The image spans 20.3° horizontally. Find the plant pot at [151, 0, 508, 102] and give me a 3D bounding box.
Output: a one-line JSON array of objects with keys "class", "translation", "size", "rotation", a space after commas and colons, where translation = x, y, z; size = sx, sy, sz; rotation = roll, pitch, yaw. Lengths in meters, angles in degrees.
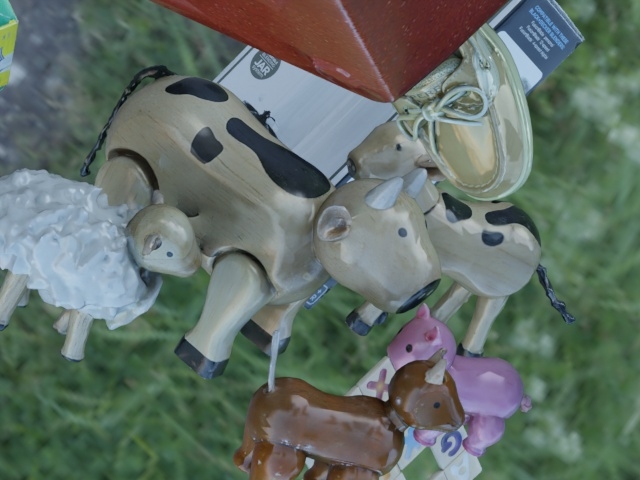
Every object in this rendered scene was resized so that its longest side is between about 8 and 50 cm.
[{"class": "plant pot", "translation": [-0.013, -0.202, 0.577], "size": [0.236, 0.267, 0.267], "rotation": [-62, 162, -7]}]

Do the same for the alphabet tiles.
[{"class": "alphabet tiles", "translation": [0.039, 0.223, 1.630], "size": [0.237, 0.009, 0.198], "rotation": [-42, 131, -20]}]

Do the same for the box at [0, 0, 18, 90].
[{"class": "box", "translation": [-0.273, -0.177, 1.366], "size": [0.043, 0.105, 0.179], "rotation": [-24, 174, -14]}]

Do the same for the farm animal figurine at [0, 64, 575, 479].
[{"class": "farm animal figurine", "translation": [0.000, 0.000, 1.081], "size": [0.172, 0.326, 0.330], "rotation": [-62, 174, 25]}]

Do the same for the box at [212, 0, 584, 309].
[{"class": "box", "translation": [0.032, -0.112, 1.335], "size": [0.290, 0.169, 0.087], "rotation": [-43, 140, 7]}]

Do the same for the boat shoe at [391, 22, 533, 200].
[{"class": "boat shoe", "translation": [0.038, -0.083, 0.726], "size": [0.048, 0.056, 0.153], "rotation": [-32, 105, -50]}]
